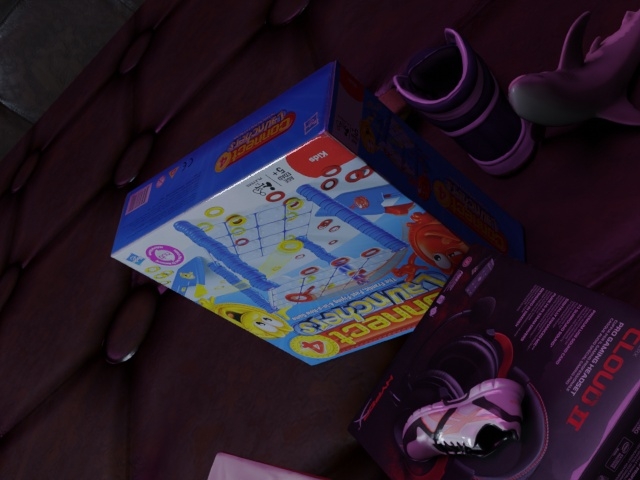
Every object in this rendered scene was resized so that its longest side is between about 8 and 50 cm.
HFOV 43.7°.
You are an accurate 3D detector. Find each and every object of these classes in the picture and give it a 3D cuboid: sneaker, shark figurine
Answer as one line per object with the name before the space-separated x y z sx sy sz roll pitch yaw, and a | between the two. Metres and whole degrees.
sneaker | 0.100 0.139 0.578 0.109 0.040 0.043 -39 31 36
shark figurine | 0.311 -0.174 0.812 0.278 0.166 0.116 -42 59 -11
sneaker | 0.143 -0.198 0.955 0.099 0.153 0.282 -45 35 14

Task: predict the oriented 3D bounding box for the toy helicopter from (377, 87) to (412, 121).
toy helicopter | -0.016 -0.081 1.021 0.355 0.140 0.235 -42 -12 -11

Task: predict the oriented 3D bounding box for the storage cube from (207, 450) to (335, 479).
storage cube | 0.004 0.303 0.665 0.215 0.193 0.183 -5 58 50

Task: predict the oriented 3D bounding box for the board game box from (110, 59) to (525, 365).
board game box | 0.000 0.000 0.829 0.308 0.302 0.086 -26 44 37

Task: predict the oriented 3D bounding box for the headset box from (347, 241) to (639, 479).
headset box | 0.171 0.144 0.628 0.218 0.110 0.293 -56 23 -1
